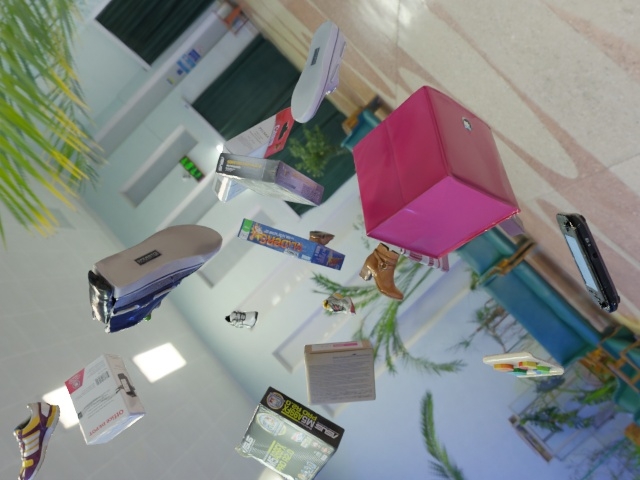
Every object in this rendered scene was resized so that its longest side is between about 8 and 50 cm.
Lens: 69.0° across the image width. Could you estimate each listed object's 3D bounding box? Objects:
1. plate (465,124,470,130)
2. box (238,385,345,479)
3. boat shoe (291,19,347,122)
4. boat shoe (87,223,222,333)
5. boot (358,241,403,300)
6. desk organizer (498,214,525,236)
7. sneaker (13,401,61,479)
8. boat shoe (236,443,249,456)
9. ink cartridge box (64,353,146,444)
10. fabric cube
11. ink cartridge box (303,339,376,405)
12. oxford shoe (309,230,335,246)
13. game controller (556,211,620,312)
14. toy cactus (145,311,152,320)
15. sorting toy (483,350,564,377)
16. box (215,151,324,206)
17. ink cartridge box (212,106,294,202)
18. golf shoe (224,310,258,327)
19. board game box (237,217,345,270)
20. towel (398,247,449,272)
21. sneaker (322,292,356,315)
[{"bbox_3d":[0.487,-0.385,1.752,0.188,0.188,0.024,41,-131,-45],"label":"plate"},{"bbox_3d":[-0.082,0.514,1.199,0.216,0.270,0.060,28,-139,5],"label":"box"},{"bbox_3d":[0.008,-0.395,1.122,0.084,0.259,0.095,24,174,-41],"label":"boat shoe"},{"bbox_3d":[-0.379,0.081,1.083,0.127,0.158,0.340,38,-144,21],"label":"boat shoe"},{"bbox_3d":[0.250,0.114,1.694,0.197,0.153,0.073,35,-165,12],"label":"boot"},{"bbox_3d":[0.615,-0.059,1.511,0.130,0.050,0.047,29,-130,-44],"label":"desk organizer"},{"bbox_3d":[-0.707,0.486,1.128,0.083,0.186,0.069,27,160,-38],"label":"sneaker"},{"bbox_3d":[-0.298,0.900,1.998,0.132,0.049,0.042,5,-179,15],"label":"boat shoe"},{"bbox_3d":[-0.725,0.532,1.569,0.237,0.171,0.100,53,179,24],"label":"ink cartridge box"},{"bbox_3d":[0.260,-0.147,1.094,0.253,0.259,0.259,18,-128,-33],"label":"fabric cube"},{"bbox_3d":[0.065,0.451,1.596,0.088,0.234,0.194,-102,9,-81],"label":"ink cartridge box"},{"bbox_3d":[0.000,0.000,1.904,0.075,0.076,0.212,12,-172,22],"label":"oxford shoe"},{"bbox_3d":[0.804,0.061,1.413,0.166,0.067,0.320,-40,-74,-85],"label":"game controller"},{"bbox_3d":[-0.675,0.196,1.828,0.112,0.180,0.219,60,-170,-63],"label":"toy cactus"},{"bbox_3d":[0.709,0.443,1.631,0.208,0.038,0.193,27,149,-27],"label":"sorting toy"},{"bbox_3d":[-0.123,-0.153,1.184,0.182,0.056,0.231,12,176,29],"label":"box"},{"bbox_3d":[-0.224,-0.332,1.785,0.091,0.385,0.308,49,149,7],"label":"ink cartridge box"},{"bbox_3d":[-0.367,0.363,2.156,0.093,0.198,0.077,28,-126,-36],"label":"golf shoe"},{"bbox_3d":[-0.043,0.011,0.829,0.136,0.035,0.201,19,178,18],"label":"board game box"},{"bbox_3d":[0.324,-0.035,1.498,0.328,0.037,0.237,19,-118,-50],"label":"towel"},{"bbox_3d":[0.087,0.306,2.131,0.225,0.092,0.088,4,115,64],"label":"sneaker"}]
